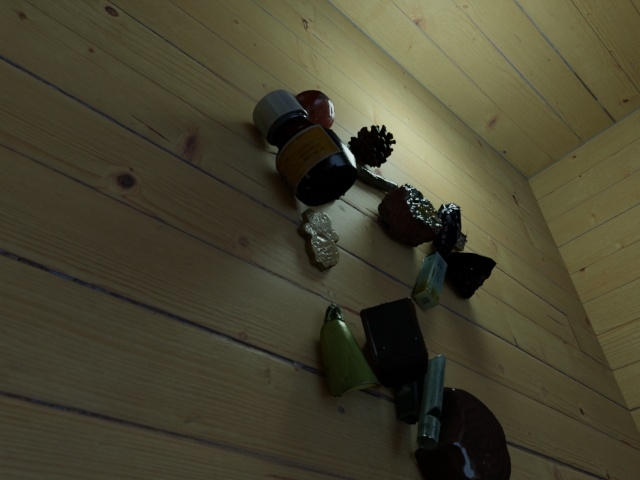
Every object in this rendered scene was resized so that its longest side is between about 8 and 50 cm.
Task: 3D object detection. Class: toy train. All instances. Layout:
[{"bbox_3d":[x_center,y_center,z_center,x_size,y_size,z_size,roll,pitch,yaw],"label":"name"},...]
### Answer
[{"bbox_3d":[0.274,0.368,1.607,0.089,0.086,0.410,29,40,-29],"label":"toy train"}]

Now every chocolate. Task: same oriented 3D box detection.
[{"bbox_3d":[0.570,-0.057,2.377,0.329,0.065,0.103,33,57,-25],"label":"chocolate"},{"bbox_3d":[0.631,0.166,2.210,0.224,0.206,0.177,-12,113,-44],"label":"chocolate"}]

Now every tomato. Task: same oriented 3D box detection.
[{"bbox_3d":[-0.007,-0.558,2.104,0.173,0.099,0.189,-17,75,-57],"label":"tomato"}]

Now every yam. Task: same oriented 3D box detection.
[{"bbox_3d":[0.238,-0.258,2.160,0.252,0.061,0.061,20,45,-38],"label":"yam"}]

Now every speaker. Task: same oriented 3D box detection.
[{"bbox_3d":[0.213,0.298,1.452,0.231,0.153,0.193,70,5,-58],"label":"speaker"}]

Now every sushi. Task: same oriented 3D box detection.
[{"bbox_3d":[0.371,-0.100,2.080,0.270,0.170,0.237,29,40,-35],"label":"sushi"}]

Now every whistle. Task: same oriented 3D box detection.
[{"bbox_3d":[0.323,0.454,1.454,0.062,0.062,0.312,44,35,-13],"label":"whistle"}]

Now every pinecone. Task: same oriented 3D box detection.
[{"bbox_3d":[0.235,-0.420,2.209,0.186,0.168,0.212,58,44,-18],"label":"pinecone"}]

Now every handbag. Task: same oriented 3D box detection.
[{"bbox_3d":[0.553,-0.045,2.207,0.126,0.229,0.208,13,16,12],"label":"handbag"}]

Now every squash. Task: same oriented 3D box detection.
[{"bbox_3d":[0.049,0.309,1.396,0.137,0.137,0.288,19,32,-40],"label":"squash"}]

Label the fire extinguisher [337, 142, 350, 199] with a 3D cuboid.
[{"bbox_3d":[0.072,-0.252,1.927,0.093,0.118,0.295,5,47,-4],"label":"fire extinguisher"}]

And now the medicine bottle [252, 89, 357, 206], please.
[{"bbox_3d":[-0.062,-0.323,1.713,0.242,0.242,0.395,-1,51,-51],"label":"medicine bottle"}]

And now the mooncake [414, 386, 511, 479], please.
[{"bbox_3d":[0.423,0.601,1.501,0.325,0.174,0.334,-9,68,-51],"label":"mooncake"}]

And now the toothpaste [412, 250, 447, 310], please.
[{"bbox_3d":[0.442,0.156,2.022,0.089,0.071,0.313,51,33,-10],"label":"toothpaste"}]

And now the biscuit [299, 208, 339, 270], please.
[{"bbox_3d":[0.000,0.000,1.661,0.165,0.036,0.226,13,53,-43],"label":"biscuit"}]
